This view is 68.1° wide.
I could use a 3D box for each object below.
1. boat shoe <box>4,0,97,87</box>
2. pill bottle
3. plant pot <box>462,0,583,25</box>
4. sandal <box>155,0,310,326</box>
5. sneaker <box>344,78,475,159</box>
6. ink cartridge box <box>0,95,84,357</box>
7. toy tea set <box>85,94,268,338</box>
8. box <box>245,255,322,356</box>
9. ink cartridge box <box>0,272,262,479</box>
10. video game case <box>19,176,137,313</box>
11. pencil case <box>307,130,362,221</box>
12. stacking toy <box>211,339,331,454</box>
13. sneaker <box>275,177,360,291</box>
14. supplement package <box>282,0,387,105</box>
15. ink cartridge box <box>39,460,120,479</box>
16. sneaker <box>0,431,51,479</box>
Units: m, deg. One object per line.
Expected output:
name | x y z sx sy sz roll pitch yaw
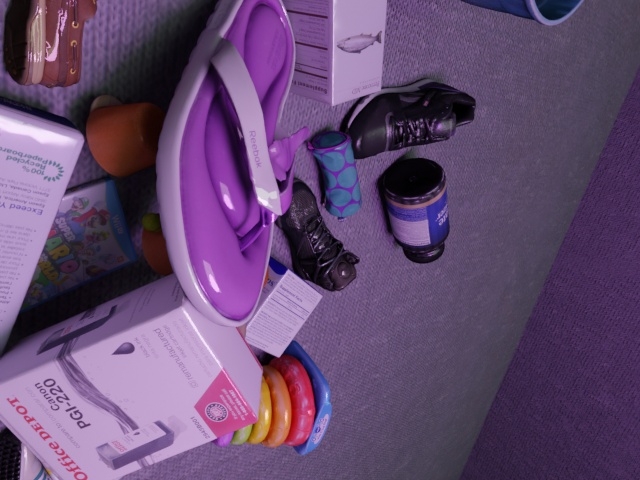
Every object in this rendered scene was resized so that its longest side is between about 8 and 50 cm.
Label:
boat shoe | -0.236 -0.225 0.424 0.060 0.064 0.177 -9 127 -52
pill bottle | 0.205 -0.053 0.988 0.123 0.123 0.219 -44 140 -20
plant pot | 0.231 -0.455 0.640 0.272 0.255 0.271 -29 134 -35
sandal | -0.067 -0.123 0.490 0.169 0.102 0.415 36 51 -55
sneaker | 0.168 -0.215 0.836 0.283 0.124 0.107 -33 135 -30
ink cartridge box | -0.407 0.007 0.362 0.324 0.071 0.329 15 107 -49
toy tea set | -0.180 -0.018 0.587 0.200 0.125 0.335 -63 141 -60
box | -0.085 0.111 0.807 0.137 0.072 0.126 -54 142 -7
ink cartridge box | -0.192 0.144 0.488 0.218 0.092 0.158 -23 113 6
video game case | -0.302 0.009 0.538 0.166 0.015 0.119 -29 133 -34
pencil case | 0.027 -0.108 0.796 0.070 0.064 0.151 -12 132 3
stacking toy | -0.146 0.290 0.821 0.302 0.166 0.175 4 116 -34
sneaker | 0.000 0.000 0.786 0.087 0.130 0.227 -40 137 -27
supplement package | 0.016 -0.288 0.629 0.105 0.105 0.179 -30 134 -35
ink cartridge box | -0.294 0.220 0.593 0.128 0.072 0.174 -33 115 -36
sneaker | -0.386 0.310 0.623 0.075 0.057 0.161 -32 133 -70
